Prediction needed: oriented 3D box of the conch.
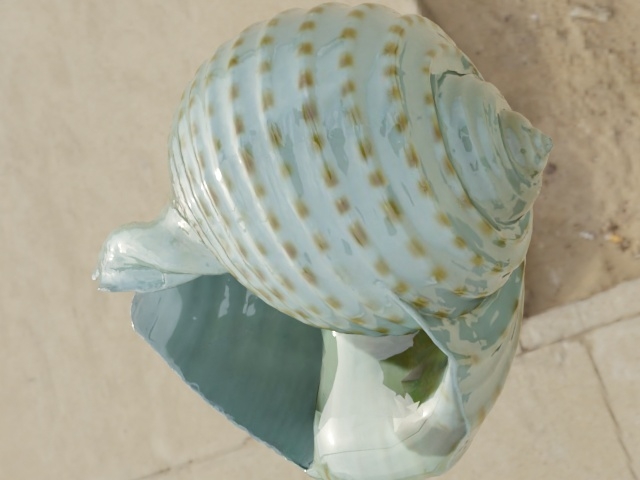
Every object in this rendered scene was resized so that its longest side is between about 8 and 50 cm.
[{"bbox_3d":[0.008,-0.007,0.465,0.200,0.131,0.172,-2,128,52],"label":"conch"}]
